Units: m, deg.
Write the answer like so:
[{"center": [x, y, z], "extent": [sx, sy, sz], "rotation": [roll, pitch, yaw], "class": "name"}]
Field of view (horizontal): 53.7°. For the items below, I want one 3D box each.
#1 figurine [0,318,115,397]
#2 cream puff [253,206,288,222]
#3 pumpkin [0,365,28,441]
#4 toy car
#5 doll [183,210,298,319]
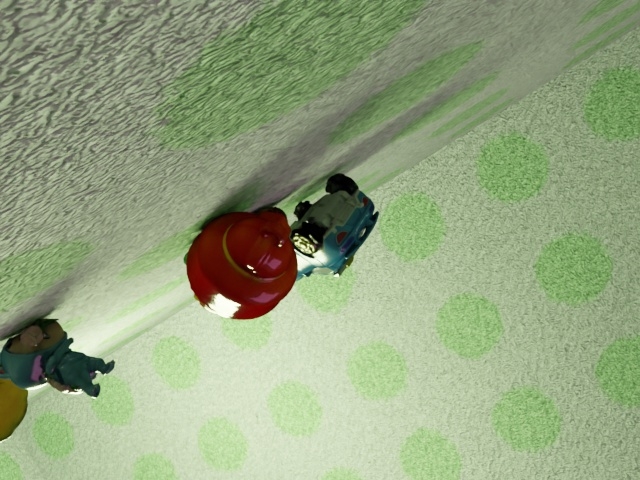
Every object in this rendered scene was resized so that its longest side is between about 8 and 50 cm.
[{"center": [-0.421, 0.179, 1.006], "extent": [0.114, 0.178, 0.145], "rotation": [-60, 164, -58], "class": "figurine"}, {"center": [-0.127, -0.007, 1.263], "extent": [0.149, 0.084, 0.149], "rotation": [-32, 176, -2], "class": "cream puff"}, {"center": [-0.660, 0.340, 1.228], "extent": [0.130, 0.149, 0.254], "rotation": [-41, 173, 32], "class": "pumpkin"}, {"center": [0.000, 0.000, 1.390], "extent": [0.314, 0.166, 0.198], "rotation": [-33, -163, 54], "class": "toy car"}, {"center": [-0.132, 0.043, 1.062], "extent": [0.160, 0.182, 0.363], "rotation": [-59, -171, -31], "class": "doll"}]
